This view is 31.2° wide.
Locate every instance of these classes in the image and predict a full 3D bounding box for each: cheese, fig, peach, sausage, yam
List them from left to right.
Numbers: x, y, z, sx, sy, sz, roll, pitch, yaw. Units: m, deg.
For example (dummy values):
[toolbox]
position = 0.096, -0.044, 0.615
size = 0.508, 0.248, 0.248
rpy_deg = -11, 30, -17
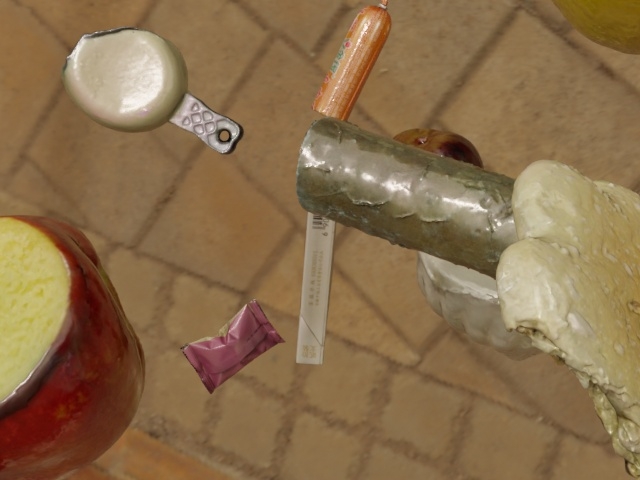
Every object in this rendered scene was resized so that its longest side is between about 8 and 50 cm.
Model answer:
[peach]
position = -0.303, 0.120, 1.044
size = 0.275, 0.248, 0.245
rpy_deg = -20, 118, -4
[cheese]
position = -0.147, -0.138, 1.028
size = 0.171, 0.047, 0.092
rpy_deg = 13, 92, 0
[sausage]
position = 0.064, -0.324, 2.039
size = 0.071, 0.071, 0.234
rpy_deg = 27, 94, 21
[fig]
position = 0.184, -0.085, 1.730
size = 0.202, 0.148, 0.149
rpy_deg = 40, 149, -9
[yam]
position = 0.108, -0.027, 0.985
size = 0.259, 0.093, 0.093
rpy_deg = 20, 110, 17

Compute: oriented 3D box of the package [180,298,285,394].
[package]
position = -0.079, 0.095, 1.032
size = 0.083, 0.029, 0.059
rpy_deg = -33, 120, -5

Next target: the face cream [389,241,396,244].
[face cream]
position = 0.128, -0.030, 1.643
size = 0.083, 0.021, 0.040
rpy_deg = -34, 75, 6

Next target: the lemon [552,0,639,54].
[lemon]
position = 0.481, -0.430, 1.674
size = 0.364, 0.364, 0.364
rpy_deg = 6, 103, 27

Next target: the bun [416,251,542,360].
[bun]
position = 0.248, 0.070, 1.495
size = 0.263, 0.263, 0.175
rpy_deg = 19, 127, 24

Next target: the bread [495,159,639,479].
[bread]
position = 0.185, 0.057, 0.630
size = 0.039, 0.182, 0.251
rpy_deg = -24, 115, 37

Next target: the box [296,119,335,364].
[box]
position = -0.001, 0.000, 1.897
size = 0.051, 0.204, 0.365
rpy_deg = 4, 108, 0
